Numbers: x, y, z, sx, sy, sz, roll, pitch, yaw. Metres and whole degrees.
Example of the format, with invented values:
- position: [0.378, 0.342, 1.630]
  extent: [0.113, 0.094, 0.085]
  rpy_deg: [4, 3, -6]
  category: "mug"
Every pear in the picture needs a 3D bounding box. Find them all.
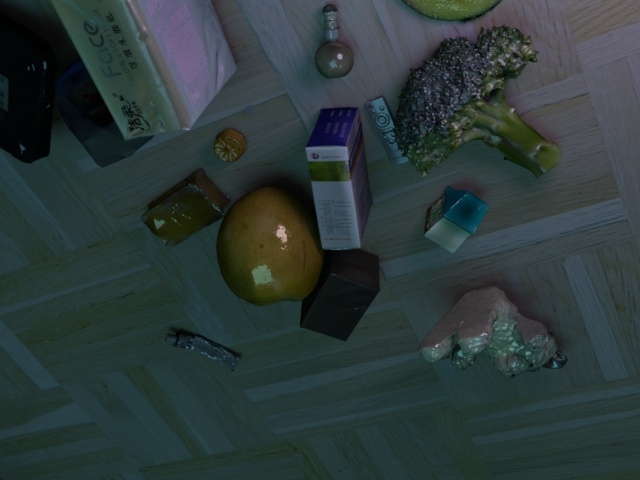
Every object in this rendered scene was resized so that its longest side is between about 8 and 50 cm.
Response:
- position: [-0.136, 0.022, 1.946]
  extent: [0.314, 0.314, 0.314]
  rpy_deg: [6, 127, 8]
  category: "pear"

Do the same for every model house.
- position: [0.349, -0.067, 1.884]
  extent: [0.100, 0.127, 0.149]
  rpy_deg: [32, 129, -13]
  category: "model house"

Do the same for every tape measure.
- position: [-0.522, -0.356, 1.841]
  extent: [0.259, 0.138, 0.262]
  rpy_deg: [-28, 117, 27]
  category: "tape measure"

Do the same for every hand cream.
- position: [-0.388, 0.357, 2.408]
  extent: [0.257, 0.050, 0.084]
  rpy_deg: [22, 130, -13]
  category: "hand cream"

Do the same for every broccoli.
- position: [0.346, -0.260, 1.717]
  extent: [0.353, 0.275, 0.397]
  rpy_deg: [0, 149, 33]
  category: "broccoli"

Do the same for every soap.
- position: [-0.379, -0.085, 2.055]
  extent: [0.233, 0.076, 0.135]
  rpy_deg: [-29, 117, 28]
  category: "soap"

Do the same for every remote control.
- position: [0.169, -0.273, 1.832]
  extent: [0.050, 0.027, 0.184]
  rpy_deg: [-17, 117, 21]
  category: "remote control"

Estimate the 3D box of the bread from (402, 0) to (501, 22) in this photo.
- position: [0.277, -0.599, 1.550]
  extent: [0.301, 0.045, 0.301]
  rpy_deg: [6, 129, 8]
  category: "bread"

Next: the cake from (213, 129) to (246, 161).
- position: [-0.237, -0.247, 1.921]
  extent: [0.084, 0.044, 0.084]
  rpy_deg: [5, 126, 7]
  category: "cake"

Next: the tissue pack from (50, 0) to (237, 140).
- position: [-0.379, -0.475, 1.601]
  extent: [0.205, 0.332, 0.405]
  rpy_deg: [-8, 125, 22]
  category: "tissue pack"

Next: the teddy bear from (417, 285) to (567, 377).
- position: [0.500, 0.321, 2.031]
  extent: [0.327, 0.375, 0.362]
  rpy_deg: [-22, 106, 40]
  category: "teddy bear"

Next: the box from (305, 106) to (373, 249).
- position: [0.051, -0.153, 1.833]
  extent: [0.106, 0.200, 0.299]
  rpy_deg: [-1, 126, 14]
  category: "box"

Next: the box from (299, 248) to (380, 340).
- position: [0.053, 0.143, 2.084]
  extent: [0.148, 0.155, 0.231]
  rpy_deg: [19, 127, -13]
  category: "box"

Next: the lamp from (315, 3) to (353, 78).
- position: [0.029, -0.459, 1.689]
  extent: [0.091, 0.091, 0.163]
  rpy_deg: [0, 112, 12]
  category: "lamp"

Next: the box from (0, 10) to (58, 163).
- position: [-0.806, -0.405, 1.831]
  extent: [0.359, 0.091, 0.350]
  rpy_deg: [33, 130, 13]
  category: "box"
